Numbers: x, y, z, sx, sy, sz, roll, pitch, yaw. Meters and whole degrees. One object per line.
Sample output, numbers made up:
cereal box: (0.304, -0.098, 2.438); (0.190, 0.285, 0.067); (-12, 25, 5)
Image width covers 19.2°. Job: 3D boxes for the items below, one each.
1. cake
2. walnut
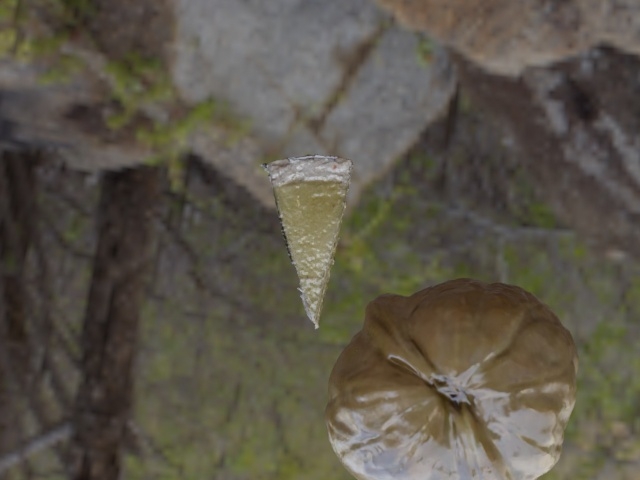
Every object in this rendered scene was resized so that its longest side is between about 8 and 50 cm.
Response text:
cake: (0.000, 0.000, 1.332); (0.065, 0.121, 0.052); (-10, 177, 1)
walnut: (0.152, 0.174, 2.147); (0.296, 0.285, 0.285); (-34, 150, 2)
